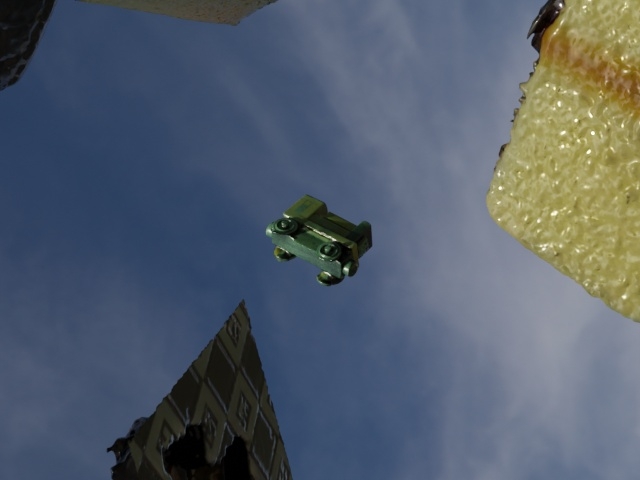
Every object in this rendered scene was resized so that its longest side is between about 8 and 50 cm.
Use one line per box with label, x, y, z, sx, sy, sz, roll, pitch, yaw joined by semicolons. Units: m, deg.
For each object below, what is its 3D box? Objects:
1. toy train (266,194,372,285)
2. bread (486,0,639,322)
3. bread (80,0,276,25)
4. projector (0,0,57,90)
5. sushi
toy train;0.000;0.000;1.130;0.081;0.122;0.050;-42;-37;-34
bread;0.216;-0.085;0.581;0.178;0.142;0.266;-7;-43;-22
bread;-0.130;-0.322;1.014;0.264;0.167;0.163;-9;-101;-61
projector;-0.503;-0.357;1.008;0.395;0.242;0.405;-13;-115;-39
sushi;-0.104;0.240;0.953;0.292;0.059;0.294;-50;-51;-66
